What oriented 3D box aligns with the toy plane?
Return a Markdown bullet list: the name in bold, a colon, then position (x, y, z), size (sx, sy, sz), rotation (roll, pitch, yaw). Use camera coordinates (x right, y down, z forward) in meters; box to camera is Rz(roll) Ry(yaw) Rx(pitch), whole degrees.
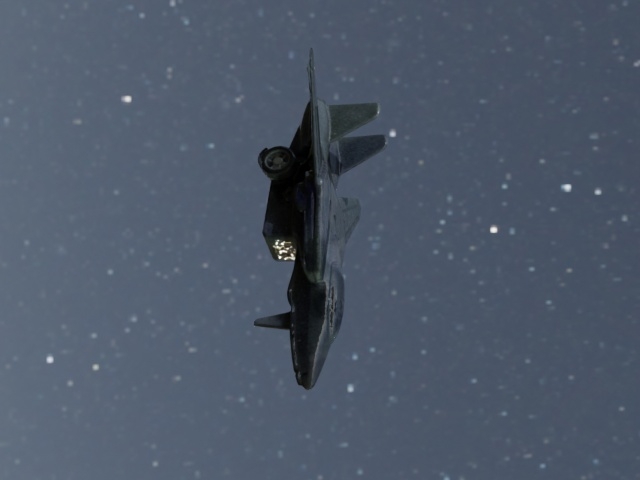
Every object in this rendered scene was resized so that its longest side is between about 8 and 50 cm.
- **toy plane**: position (-0.011, 0.000, 0.943), size (0.212, 0.088, 0.267), rotation (70, 28, -53)
